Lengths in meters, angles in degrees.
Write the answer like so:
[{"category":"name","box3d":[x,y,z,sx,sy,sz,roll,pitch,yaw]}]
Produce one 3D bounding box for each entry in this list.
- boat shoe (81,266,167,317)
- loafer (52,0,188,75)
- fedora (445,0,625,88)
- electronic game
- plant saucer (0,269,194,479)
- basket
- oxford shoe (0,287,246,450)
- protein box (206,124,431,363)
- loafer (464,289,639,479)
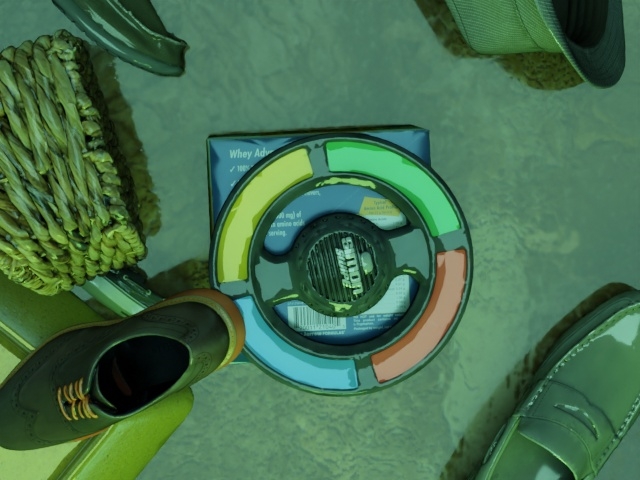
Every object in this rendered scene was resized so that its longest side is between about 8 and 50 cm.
[{"category":"boat shoe","box3d":[-0.177,0.049,1.746,0.142,0.049,0.040,36,73,-6]},{"category":"loafer","box3d":[-0.210,-0.247,1.695,0.251,0.094,0.087,41,95,-5]},{"category":"fedora","box3d":[0.175,-0.261,1.675,0.124,0.243,0.275,-8,98,27]},{"category":"electronic game","box3d":[0.018,0.021,1.612,0.229,0.048,0.229,0,95,-3]},{"category":"plant saucer","box3d":[-0.342,0.175,1.727,0.332,0.081,0.333,39,91,-6]},{"category":"basket","box3d":[-0.280,-0.048,1.605,0.223,0.299,0.213,-19,96,-4]},{"category":"oxford shoe","box3d":[-0.197,0.119,1.607,0.271,0.098,0.097,-28,93,26]},{"category":"protein box","box3d":[0.000,0.000,1.703,0.199,0.136,0.201,-3,94,-2]},{"category":"loafer","box3d":[0.224,0.186,1.739,0.112,0.111,0.319,34,92,-5]}]
